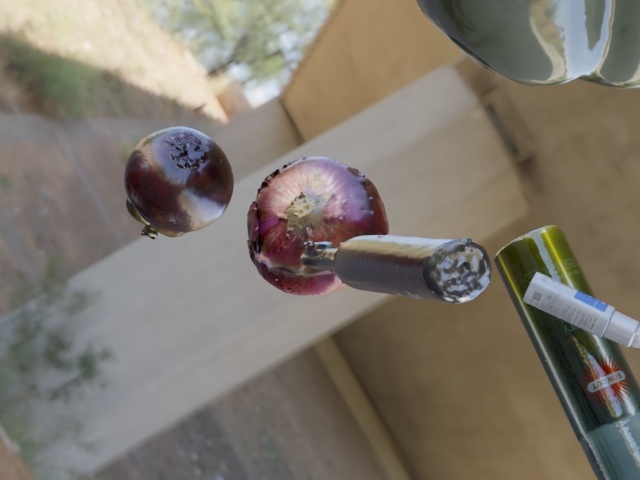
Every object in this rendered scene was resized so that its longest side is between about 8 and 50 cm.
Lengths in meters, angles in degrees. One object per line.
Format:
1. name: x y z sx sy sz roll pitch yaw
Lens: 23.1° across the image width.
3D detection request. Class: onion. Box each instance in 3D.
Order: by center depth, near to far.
1. onion: 0.000 0.000 1.601 0.150 0.150 0.140 56 -7 29

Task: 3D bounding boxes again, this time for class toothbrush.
1. toothbrush: 0.036 0.015 1.007 0.041 0.041 0.364 61 -11 -6

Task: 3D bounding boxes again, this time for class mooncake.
1. mooncake: 0.177 -0.227 1.048 0.275 0.275 0.135 63 -3 -24

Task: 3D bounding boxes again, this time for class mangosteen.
1. mangosteen: -0.103 -0.042 1.138 0.081 0.081 0.081 58 -7 12

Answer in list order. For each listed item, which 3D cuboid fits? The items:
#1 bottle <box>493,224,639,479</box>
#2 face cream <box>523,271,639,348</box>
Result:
1. bottle: 0.272 0.127 1.617 0.082 0.082 0.286 87 -21 -75
2. face cream: 0.265 0.073 1.548 0.130 0.034 0.034 26 -16 12
